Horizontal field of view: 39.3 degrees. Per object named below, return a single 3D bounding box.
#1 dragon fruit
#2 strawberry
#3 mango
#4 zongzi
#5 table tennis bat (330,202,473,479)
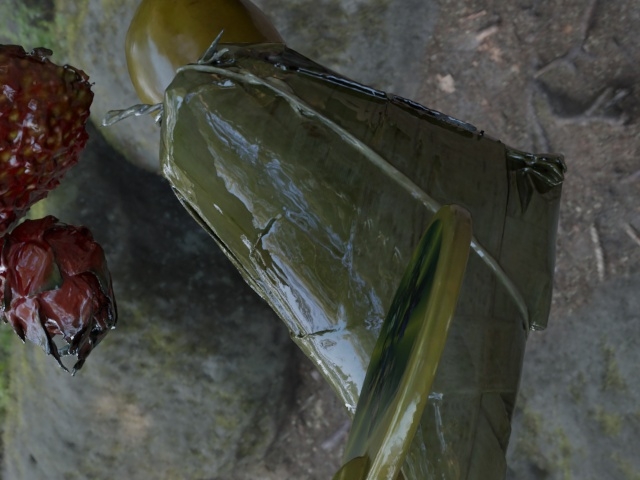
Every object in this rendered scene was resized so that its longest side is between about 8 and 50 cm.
[{"bbox_3d":[-0.252,0.047,0.841,0.121,0.130,0.142,-17,119,31],"label":"dragon fruit"},{"bbox_3d":[-0.352,-0.060,0.807,0.233,0.306,0.138,38,-150,-47],"label":"strawberry"},{"bbox_3d":[-0.125,-0.209,1.341,0.446,0.232,0.300,51,176,29],"label":"mango"},{"bbox_3d":[-0.036,0.029,0.818,0.499,0.467,0.218,23,139,2],"label":"zongzi"},{"bbox_3d":[0.037,0.117,0.511,0.050,0.321,0.198,20,143,1],"label":"table tennis bat"}]
